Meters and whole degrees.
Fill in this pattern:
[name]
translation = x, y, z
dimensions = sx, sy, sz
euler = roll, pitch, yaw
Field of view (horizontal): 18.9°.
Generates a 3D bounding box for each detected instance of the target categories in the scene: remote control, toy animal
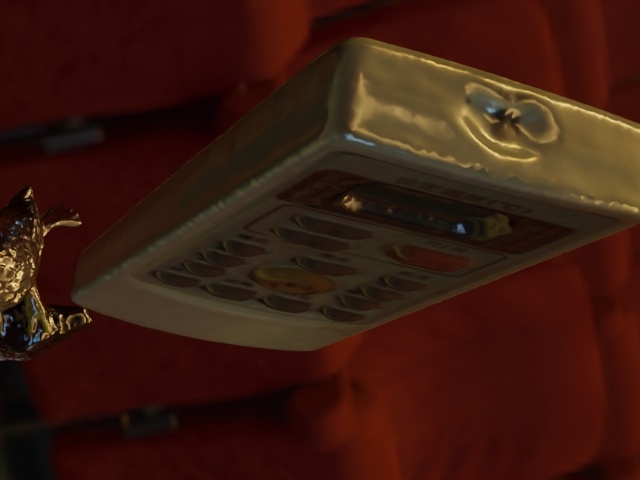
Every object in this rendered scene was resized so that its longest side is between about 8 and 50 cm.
[remote control]
translation = 0.000, 0.000, 0.715
dimensions = 0.285, 0.123, 0.038
euler = -29, -130, 60
[toy animal]
translation = -0.188, 0.017, 1.071
dimensions = 0.202, 0.070, 0.105
euler = 13, 80, -71
